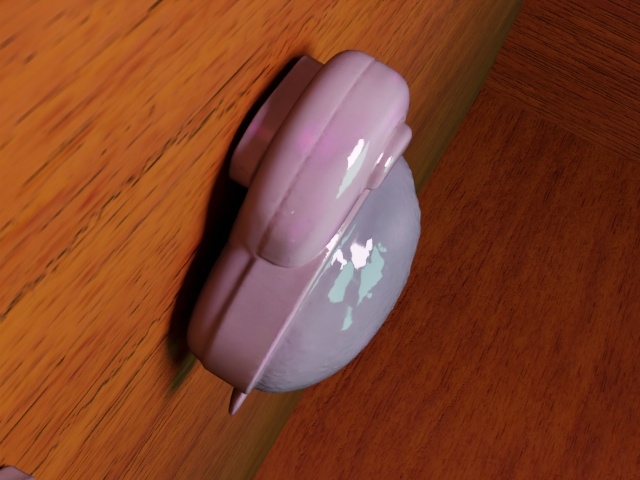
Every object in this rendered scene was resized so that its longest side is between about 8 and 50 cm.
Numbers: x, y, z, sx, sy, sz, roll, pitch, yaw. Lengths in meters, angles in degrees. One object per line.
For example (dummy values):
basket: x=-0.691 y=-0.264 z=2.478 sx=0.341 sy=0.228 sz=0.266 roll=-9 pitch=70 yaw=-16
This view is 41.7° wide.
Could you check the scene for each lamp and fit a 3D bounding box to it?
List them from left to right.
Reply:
lamp: x=0.003 y=0.001 z=0.494 sx=0.246 sy=0.108 sz=0.179 roll=108 pitch=8 yaw=-53

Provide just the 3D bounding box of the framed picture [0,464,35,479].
framed picture: x=-0.177 y=0.171 z=0.221 sx=0.184 sy=0.016 sz=0.250 roll=-62 pitch=173 yaw=5
